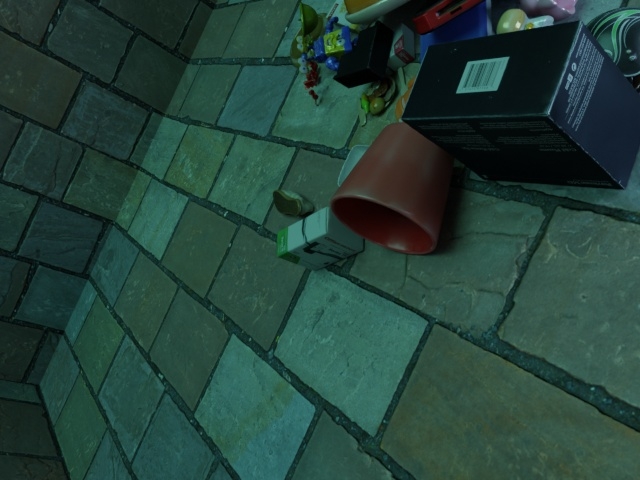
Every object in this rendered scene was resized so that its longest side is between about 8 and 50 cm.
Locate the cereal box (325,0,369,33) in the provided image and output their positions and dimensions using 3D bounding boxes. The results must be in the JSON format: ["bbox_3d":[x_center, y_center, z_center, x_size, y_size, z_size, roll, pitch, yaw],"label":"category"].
[{"bbox_3d":[0.127,-0.832,2.006,0.173,0.047,0.240,-56,38,11],"label":"cereal box"}]

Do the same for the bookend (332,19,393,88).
[{"bbox_3d":[0.129,-0.561,1.726,0.157,0.072,0.156,0,75,50],"label":"bookend"}]

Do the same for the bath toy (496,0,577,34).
[{"bbox_3d":[0.510,-0.540,1.321,0.348,0.151,0.129,-62,15,-4],"label":"bath toy"}]

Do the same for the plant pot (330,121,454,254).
[{"bbox_3d":[0.194,-0.133,1.381,0.275,0.275,0.243,2,61,51],"label":"plant pot"}]

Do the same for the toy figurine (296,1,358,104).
[{"bbox_3d":[0.046,-0.675,1.977,0.217,0.191,0.362,-10,64,13],"label":"toy figurine"}]

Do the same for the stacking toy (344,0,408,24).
[{"bbox_3d":[0.133,-0.912,1.634,0.351,0.479,0.350,-27,23,13],"label":"stacking toy"}]

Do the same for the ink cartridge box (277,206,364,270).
[{"bbox_3d":[0.000,0.000,1.607,0.208,0.153,0.086,-26,52,41],"label":"ink cartridge box"}]

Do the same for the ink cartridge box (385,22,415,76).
[{"bbox_3d":[0.212,-0.576,1.747,0.151,0.063,0.109,-24,55,41],"label":"ink cartridge box"}]

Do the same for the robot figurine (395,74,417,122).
[{"bbox_3d":[0.273,-0.336,1.388,0.219,0.158,0.128,-39,5,39],"label":"robot figurine"}]

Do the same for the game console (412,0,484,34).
[{"bbox_3d":[0.430,-0.674,1.419,0.387,0.060,0.342,-18,27,44],"label":"game console"}]

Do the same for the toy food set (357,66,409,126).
[{"bbox_3d":[0.177,-0.447,1.733,0.192,0.039,0.132,-31,53,36],"label":"toy food set"}]

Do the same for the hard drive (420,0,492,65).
[{"bbox_3d":[0.347,-0.446,1.465,0.210,0.040,0.318,-15,68,49],"label":"hard drive"}]

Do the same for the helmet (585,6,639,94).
[{"bbox_3d":[0.584,-0.370,1.106,0.169,0.169,0.161,14,83,52],"label":"helmet"}]

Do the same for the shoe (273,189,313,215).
[{"bbox_3d":[-0.095,-0.123,1.879,0.219,0.058,0.076,29,124,57],"label":"shoe"}]

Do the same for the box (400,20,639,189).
[{"bbox_3d":[0.402,-0.252,1.132,0.343,0.313,0.178,14,81,52],"label":"box"}]

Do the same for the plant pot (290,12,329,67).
[{"bbox_3d":[-0.045,-0.781,2.198,0.236,0.032,0.236,-26,52,40],"label":"plant pot"}]

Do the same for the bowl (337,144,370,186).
[{"bbox_3d":[0.127,-0.202,1.650,0.142,0.053,0.142,20,85,53],"label":"bowl"}]

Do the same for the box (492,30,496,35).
[{"bbox_3d":[0.369,-0.483,1.529,0.186,0.038,0.145,16,84,52],"label":"box"}]
